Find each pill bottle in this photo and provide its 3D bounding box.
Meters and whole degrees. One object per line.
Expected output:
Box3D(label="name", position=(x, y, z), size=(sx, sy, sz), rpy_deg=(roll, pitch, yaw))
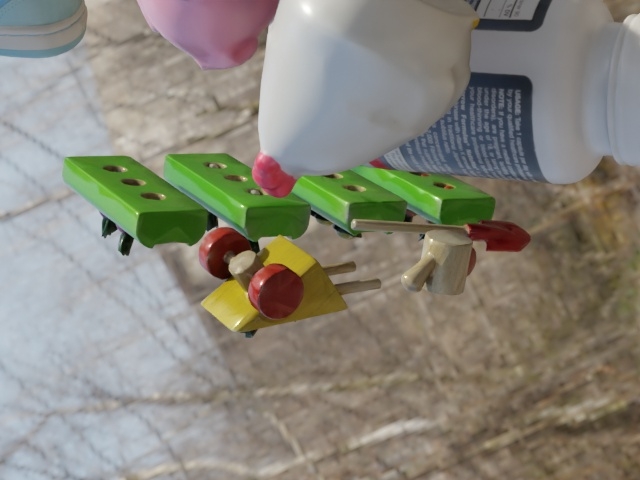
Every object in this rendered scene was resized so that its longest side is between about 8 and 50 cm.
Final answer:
Box3D(label="pill bottle", position=(0.107, -0.086, 0.813), size=(0.108, 0.180, 0.107), rpy_deg=(-26, -60, -60))

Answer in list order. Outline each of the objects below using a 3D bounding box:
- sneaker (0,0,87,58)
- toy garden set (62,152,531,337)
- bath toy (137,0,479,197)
Box3D(label="sneaker", position=(-0.368, -0.284, 1.333), size=(0.127, 0.319, 0.208), rpy_deg=(-97, 13, -48))
Box3D(label="toy garden set", position=(0.000, 0.000, 0.863), size=(0.204, 0.244, 0.049), rpy_deg=(33, 120, 52))
Box3D(label="bath toy", position=(-0.072, -0.151, 0.743), size=(0.348, 0.129, 0.151), rpy_deg=(43, -158, 23))
